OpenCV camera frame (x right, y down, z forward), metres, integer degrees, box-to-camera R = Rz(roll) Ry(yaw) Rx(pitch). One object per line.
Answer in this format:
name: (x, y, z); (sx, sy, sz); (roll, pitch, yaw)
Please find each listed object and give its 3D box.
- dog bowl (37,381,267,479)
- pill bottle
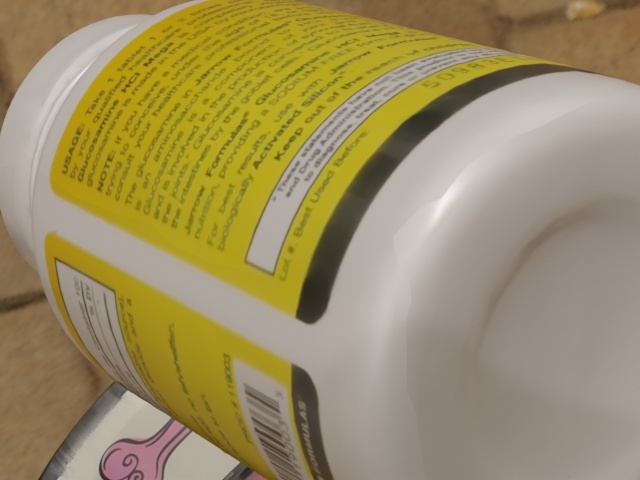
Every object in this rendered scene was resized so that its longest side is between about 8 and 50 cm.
dog bowl: (-0.013, 0.215, 1.286); (0.408, 0.408, 0.150); (-28, 51, -26)
pill bottle: (0.000, 0.000, 0.744); (0.188, 0.334, 0.188); (-11, 110, -32)
